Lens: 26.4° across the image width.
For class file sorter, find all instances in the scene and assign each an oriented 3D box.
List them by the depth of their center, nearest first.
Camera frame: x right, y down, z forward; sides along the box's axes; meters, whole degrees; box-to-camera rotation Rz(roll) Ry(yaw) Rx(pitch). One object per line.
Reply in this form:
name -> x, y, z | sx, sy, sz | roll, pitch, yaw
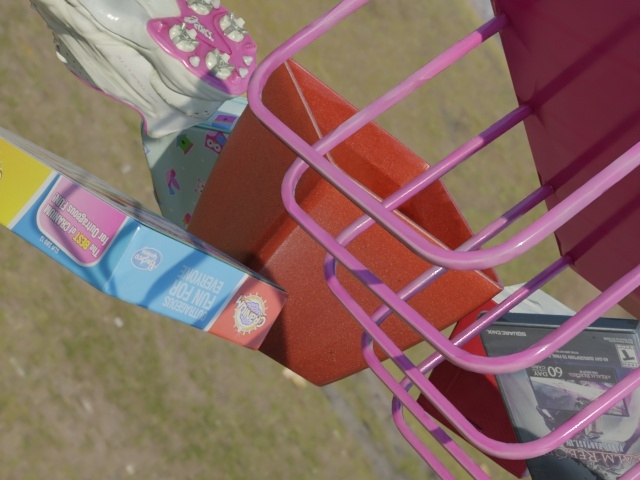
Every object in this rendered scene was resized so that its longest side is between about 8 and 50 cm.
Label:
file sorter -> 0.110, 0.011, 0.689 | 0.202, 0.182, 0.291 | 43, -16, 43

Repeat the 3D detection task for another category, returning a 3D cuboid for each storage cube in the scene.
storage cube -> 0.282, 0.188, 1.905 | 0.215, 0.193, 0.183 | 35, 20, 27

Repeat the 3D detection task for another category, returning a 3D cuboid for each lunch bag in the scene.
lunch bag -> -0.124, -0.072, 1.925 | 0.108, 0.224, 0.279 | -46, 137, -40

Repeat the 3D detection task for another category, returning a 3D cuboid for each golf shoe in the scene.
golf shoe -> -0.203, -0.200, 1.147 | 0.306, 0.140, 0.115 | 41, 44, -11

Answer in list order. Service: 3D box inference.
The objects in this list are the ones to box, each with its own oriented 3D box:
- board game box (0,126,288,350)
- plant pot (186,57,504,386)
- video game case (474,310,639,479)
board game box -> -0.213, -0.020, 1.244 | 0.316, 0.064, 0.242 | 29, 0, 33
plant pot -> 0.000, 0.000, 1.524 | 0.267, 0.236, 0.267 | 34, 19, -31
video game case -> 0.302, 0.197, 1.550 | 0.026, 0.196, 0.274 | -50, 129, -41
